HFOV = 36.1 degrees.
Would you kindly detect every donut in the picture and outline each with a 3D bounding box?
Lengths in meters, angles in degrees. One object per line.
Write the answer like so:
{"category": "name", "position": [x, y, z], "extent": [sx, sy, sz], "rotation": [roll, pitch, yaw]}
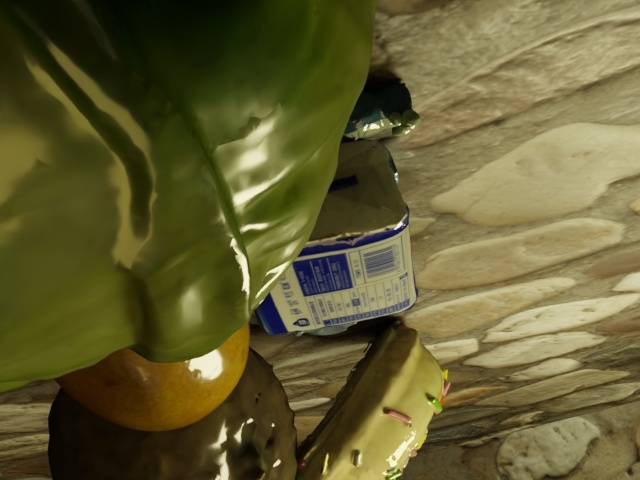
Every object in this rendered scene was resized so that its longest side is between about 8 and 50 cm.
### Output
{"category": "donut", "position": [0.074, 0.315, 1.634], "extent": [0.150, 0.371, 0.307], "rotation": [37, 175, 0]}

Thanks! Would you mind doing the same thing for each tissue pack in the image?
{"category": "tissue pack", "position": [0.000, 0.000, 1.124], "extent": [0.209, 0.137, 0.270], "rotation": [-10, 155, 5]}

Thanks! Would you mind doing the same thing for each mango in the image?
{"category": "mango", "position": [-0.210, 0.070, 1.068], "extent": [0.221, 0.263, 0.378], "rotation": [-46, 160, -17]}

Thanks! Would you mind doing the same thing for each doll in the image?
{"category": "doll", "position": [0.051, -0.121, 0.945], "extent": [0.083, 0.051, 0.076], "rotation": [-9, 176, 0]}

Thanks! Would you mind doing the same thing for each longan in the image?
{"category": "longan", "position": [-0.215, 0.300, 1.481], "extent": [0.390, 0.391, 0.391], "rotation": [-7, 158, -3]}

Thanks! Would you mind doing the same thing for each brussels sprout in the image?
{"category": "brussels sprout", "position": [-0.152, -0.101, 0.519], "extent": [0.425, 0.343, 0.361], "rotation": [-9, 168, -28]}

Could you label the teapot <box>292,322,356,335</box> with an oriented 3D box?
{"category": "teapot", "position": [-0.006, 0.073, 1.329], "extent": [0.111, 0.108, 0.149], "rotation": [-28, 152, 37]}
